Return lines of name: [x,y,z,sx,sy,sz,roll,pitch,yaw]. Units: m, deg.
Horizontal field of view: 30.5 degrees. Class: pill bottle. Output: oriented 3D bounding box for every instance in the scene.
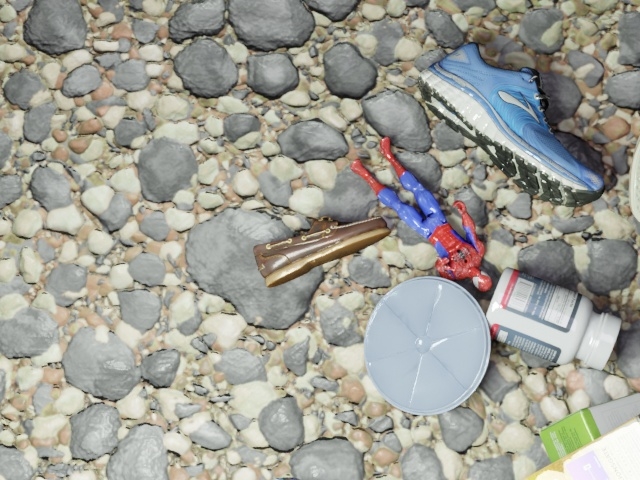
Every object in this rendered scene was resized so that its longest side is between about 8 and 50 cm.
pill bottle: [0.332,0.118,1.686,0.180,0.108,0.107,22,76,10]

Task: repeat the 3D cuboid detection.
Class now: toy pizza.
toy pizza: [0.156,0.153,1.702,0.201,0.032,0.201,-6,79,30]

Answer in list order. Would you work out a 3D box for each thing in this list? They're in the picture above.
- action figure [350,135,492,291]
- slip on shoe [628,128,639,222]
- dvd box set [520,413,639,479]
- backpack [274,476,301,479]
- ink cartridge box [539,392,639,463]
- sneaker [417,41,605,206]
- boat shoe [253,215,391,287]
action figure: [0.159,-0.039,1.735,0.091,0.139,0.280,-39,77,-6]
slip on shoe: [0.536,-0.179,1.768,0.123,0.101,0.331,11,88,1]
dvd box set: [0.316,0.455,1.514,0.420,0.062,0.307,-36,72,22]
backpack: [-0.028,0.423,1.603,0.117,0.158,0.173,18,87,18]
ink cartridge box: [0.459,0.311,1.635,0.255,0.097,0.188,-9,69,-34]
sneaker: [0.306,-0.185,1.768,0.147,0.130,0.330,-45,75,-6]
boat shoe: [0.000,0.000,1.763,0.207,0.073,0.073,-21,75,-2]
